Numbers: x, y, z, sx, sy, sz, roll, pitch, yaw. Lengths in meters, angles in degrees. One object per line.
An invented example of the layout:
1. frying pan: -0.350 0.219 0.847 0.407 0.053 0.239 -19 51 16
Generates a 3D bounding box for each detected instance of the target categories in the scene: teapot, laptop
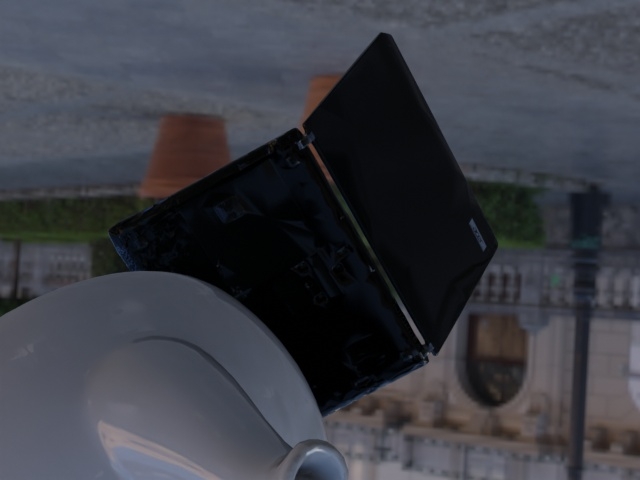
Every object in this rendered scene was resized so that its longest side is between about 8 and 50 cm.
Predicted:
1. teapot: -0.083 0.155 0.533 0.187 0.252 0.256 46 -178 26
2. laptop: 0.000 0.000 0.967 0.264 0.234 0.136 -28 -157 6
